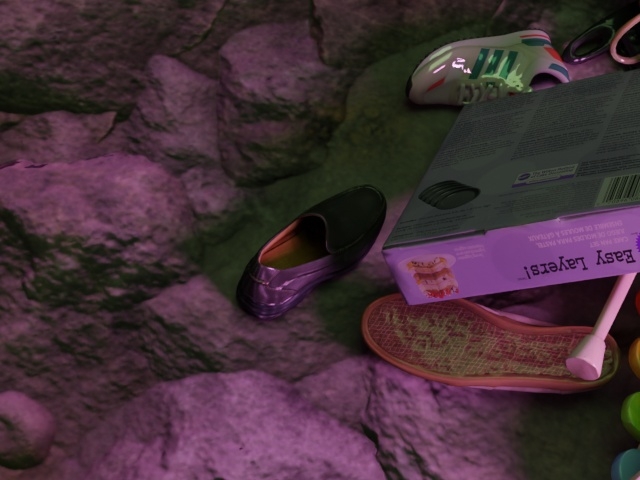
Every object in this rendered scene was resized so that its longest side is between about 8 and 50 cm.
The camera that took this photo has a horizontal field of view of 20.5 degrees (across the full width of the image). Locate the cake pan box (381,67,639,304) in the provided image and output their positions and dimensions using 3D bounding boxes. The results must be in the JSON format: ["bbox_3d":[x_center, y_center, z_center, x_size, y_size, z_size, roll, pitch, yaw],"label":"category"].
[{"bbox_3d":[0.210,-0.055,1.462,0.267,0.070,0.246,-11,30,28],"label":"cake pan box"}]

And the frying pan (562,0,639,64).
[{"bbox_3d":[0.399,-0.246,1.761,0.197,0.053,0.326,35,77,1],"label":"frying pan"}]

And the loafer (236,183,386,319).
[{"bbox_3d":[0.000,0.000,1.508,0.062,0.061,0.170,37,57,16],"label":"loafer"}]

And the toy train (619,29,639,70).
[{"bbox_3d":[0.332,-0.134,1.678,0.036,0.027,0.158,-13,67,-25],"label":"toy train"}]

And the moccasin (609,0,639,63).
[{"bbox_3d":[0.361,-0.178,1.625,0.147,0.139,0.380,1,69,-46],"label":"moccasin"}]

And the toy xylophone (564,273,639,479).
[{"bbox_3d":[0.310,0.103,1.450,0.236,0.081,0.323,43,55,-8],"label":"toy xylophone"}]

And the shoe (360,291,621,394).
[{"bbox_3d":[0.139,0.093,1.483,0.219,0.058,0.076,11,75,1],"label":"shoe"}]

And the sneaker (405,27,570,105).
[{"bbox_3d":[0.160,-0.147,1.643,0.161,0.057,0.075,-15,55,-23],"label":"sneaker"}]
